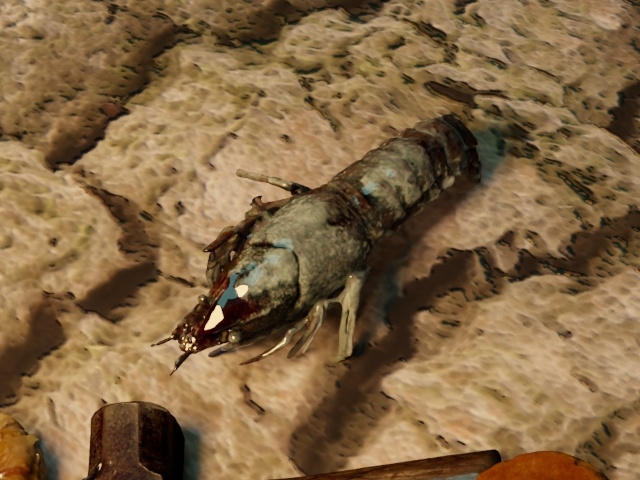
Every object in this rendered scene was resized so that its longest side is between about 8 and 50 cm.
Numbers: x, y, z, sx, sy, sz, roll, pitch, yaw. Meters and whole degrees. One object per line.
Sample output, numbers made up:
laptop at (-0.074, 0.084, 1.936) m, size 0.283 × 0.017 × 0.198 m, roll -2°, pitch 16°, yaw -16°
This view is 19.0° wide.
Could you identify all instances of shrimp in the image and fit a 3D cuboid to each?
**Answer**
shrimp at (-0.002, 0.001, 1.939) m, size 0.410 × 0.166 × 0.221 m, roll -39°, pitch 80°, yaw -8°

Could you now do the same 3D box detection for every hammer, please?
hammer at (-0.030, 0.258, 1.803) m, size 0.409 × 0.095 × 0.242 m, roll -6°, pitch 52°, yaw 5°

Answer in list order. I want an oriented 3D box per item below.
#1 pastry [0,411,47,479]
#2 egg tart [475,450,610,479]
pastry at (-0.363, 0.262, 1.878) m, size 0.182 × 0.093 × 0.192 m, roll -2°, pitch 52°, yaw 12°
egg tart at (0.207, 0.285, 1.641) m, size 0.215 × 0.171 × 0.215 m, roll -16°, pitch 42°, yaw 15°
